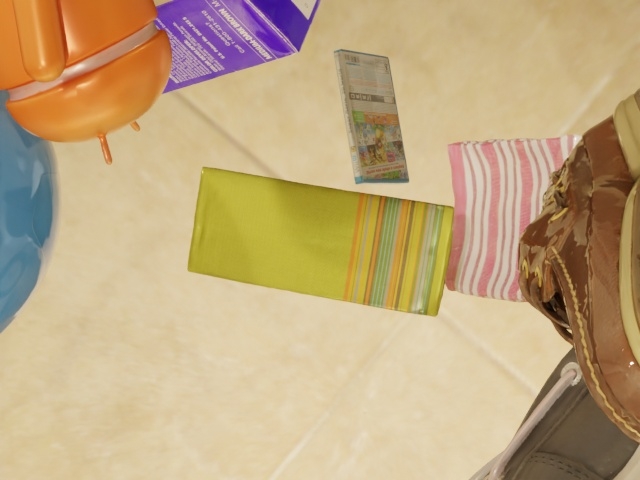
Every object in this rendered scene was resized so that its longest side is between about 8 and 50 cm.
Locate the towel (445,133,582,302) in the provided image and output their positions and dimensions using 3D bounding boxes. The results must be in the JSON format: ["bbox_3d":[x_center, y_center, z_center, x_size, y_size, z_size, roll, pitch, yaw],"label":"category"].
[{"bbox_3d":[0.163,-0.018,1.108,0.029,0.197,0.144,1,92,-23],"label":"towel"}]

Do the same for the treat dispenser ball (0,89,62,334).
[{"bbox_3d":[-0.350,-0.031,1.016,0.288,0.288,0.288,0,82,2],"label":"treat dispenser ball"}]

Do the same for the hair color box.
[{"bbox_3d":[-0.144,-0.246,1.268,0.110,0.339,0.185,42,54,-33],"label":"hair color box"}]

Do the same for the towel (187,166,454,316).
[{"bbox_3d":[0.000,0.000,1.175,0.237,0.021,0.102,10,94,7],"label":"towel"}]

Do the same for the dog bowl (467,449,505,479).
[{"bbox_3d":[0.217,0.203,0.915,0.265,0.265,0.104,-30,96,-2],"label":"dog bowl"}]

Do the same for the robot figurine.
[{"bbox_3d":[-0.182,-0.160,0.878,0.128,0.158,0.219,-35,110,-29],"label":"robot figurine"}]

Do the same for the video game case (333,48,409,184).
[{"bbox_3d":[0.065,-0.152,1.606,0.015,0.119,0.166,-12,86,32],"label":"video game case"}]

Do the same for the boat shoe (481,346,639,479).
[{"bbox_3d":[0.139,0.112,0.591,0.112,0.095,0.335,41,85,-15],"label":"boat shoe"}]

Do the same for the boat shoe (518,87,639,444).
[{"bbox_3d":[0.093,0.011,0.387,0.060,0.178,0.064,-37,102,25],"label":"boat shoe"}]
